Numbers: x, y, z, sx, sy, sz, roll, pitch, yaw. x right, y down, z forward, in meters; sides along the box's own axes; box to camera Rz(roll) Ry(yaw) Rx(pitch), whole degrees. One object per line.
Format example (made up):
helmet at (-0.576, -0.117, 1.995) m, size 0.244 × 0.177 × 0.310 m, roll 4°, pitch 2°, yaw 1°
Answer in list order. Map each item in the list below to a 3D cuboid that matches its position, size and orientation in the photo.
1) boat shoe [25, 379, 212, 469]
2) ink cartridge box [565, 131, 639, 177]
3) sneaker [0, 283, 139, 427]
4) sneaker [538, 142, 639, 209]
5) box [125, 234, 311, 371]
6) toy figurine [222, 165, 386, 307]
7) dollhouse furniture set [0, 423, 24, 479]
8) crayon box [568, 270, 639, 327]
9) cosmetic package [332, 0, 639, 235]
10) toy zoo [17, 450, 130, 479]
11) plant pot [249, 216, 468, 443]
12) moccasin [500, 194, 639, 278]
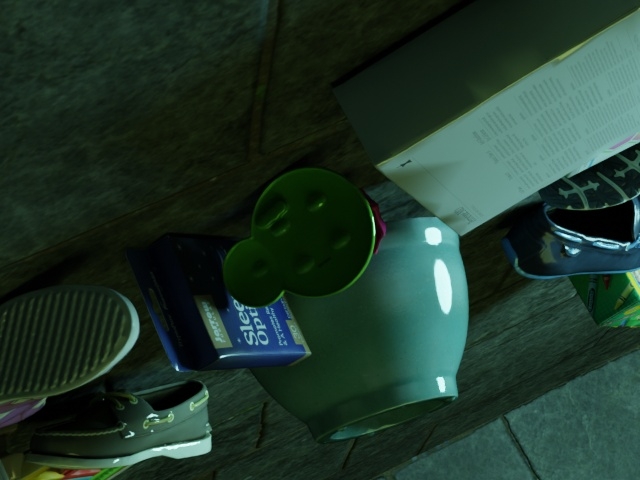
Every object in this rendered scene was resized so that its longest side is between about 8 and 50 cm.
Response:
boat shoe at (-0.245, 0.227, 1.883) m, size 0.109 × 0.091 × 0.305 m, roll 6°, pitch -177°, yaw 34°
ink cartridge box at (0.367, -0.159, 1.765) m, size 0.209 × 0.062 × 0.109 m, roll -26°, pitch 163°, yaw -9°
sneaker at (-0.280, 0.117, 1.502) m, size 0.282 × 0.102 × 0.161 m, roll -22°, pitch 170°, yaw 18°
sneaker at (0.398, -0.111, 1.888) m, size 0.283 × 0.110 × 0.122 m, roll -28°, pitch 167°, yaw -1°
box at (-0.099, 0.064, 1.543) m, size 0.036 × 0.136 × 0.225 m, roll -31°, pitch 164°, yaw 25°
toy figurine at (0.000, 0.000, 1.566) m, size 0.173 × 0.130 × 0.159 m, roll -37°, pitch 171°, yaw 18°
dollhouse furniture set at (-0.482, 0.332, 1.665) m, size 0.303 × 0.174 × 0.355 m, roll -10°, pitch 156°, yaw -46°
crayon box at (0.456, 0.044, 2.342) m, size 0.081 × 0.165 × 0.278 m, roll -35°, pitch 162°, yaw 21°
cosmetic package at (0.199, -0.140, 1.491) m, size 0.284 × 0.097 × 0.377 m, roll -33°, pitch 163°, yaw 9°
toy zoo at (-0.356, 0.315, 2.069) m, size 0.192 × 0.030 × 0.293 m, roll -34°, pitch 163°, yaw 19°
plant pot at (0.048, 0.119, 1.761) m, size 0.293 × 0.196 × 0.293 m, roll -16°, pitch 165°, yaw -5°
moccasin at (0.415, -0.019, 2.144) m, size 0.342 × 0.138 × 0.117 m, roll -17°, pitch 156°, yaw -36°
